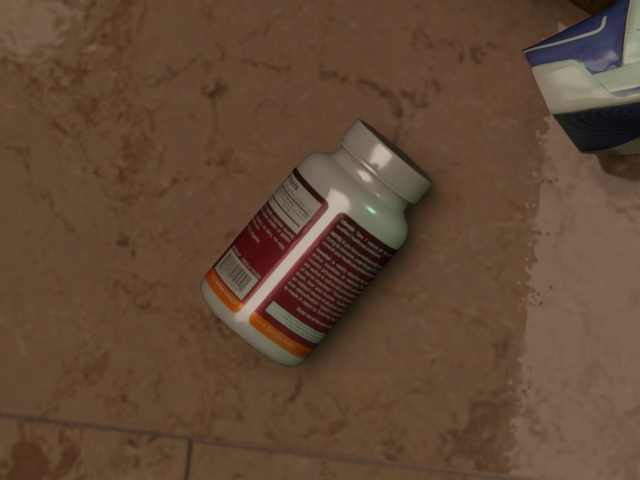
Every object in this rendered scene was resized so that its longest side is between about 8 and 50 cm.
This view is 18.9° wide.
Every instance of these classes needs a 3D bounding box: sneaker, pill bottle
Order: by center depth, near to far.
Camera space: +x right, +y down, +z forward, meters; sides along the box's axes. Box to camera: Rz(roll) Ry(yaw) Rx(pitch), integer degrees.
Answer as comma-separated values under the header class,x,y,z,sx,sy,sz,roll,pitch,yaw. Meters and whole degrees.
class,x,y,z,sx,sy,sz,roll,pitch,yaw
sneaker,0.268,-0.178,1.154,0.316,0.127,0.182,-19,73,9
pill bottle,0.000,0.000,1.235,0.086,0.086,0.152,43,98,19

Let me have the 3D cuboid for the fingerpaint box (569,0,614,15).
class,x,y,z,sx,sy,sz,roll,pitch,yaw
fingerpaint box,0.145,-0.428,1.200,0.371,0.163,0.445,37,96,21
